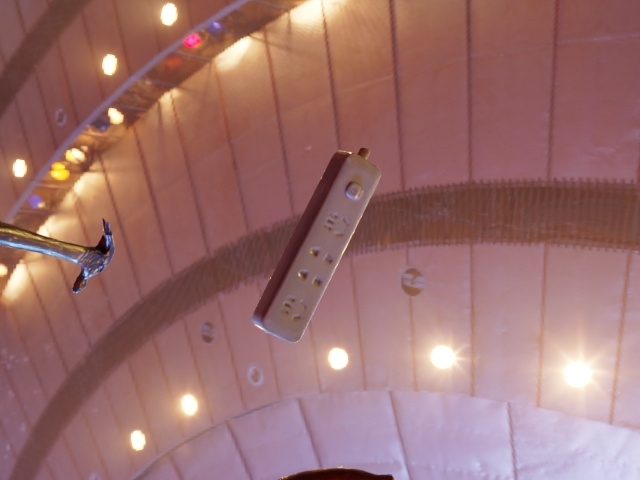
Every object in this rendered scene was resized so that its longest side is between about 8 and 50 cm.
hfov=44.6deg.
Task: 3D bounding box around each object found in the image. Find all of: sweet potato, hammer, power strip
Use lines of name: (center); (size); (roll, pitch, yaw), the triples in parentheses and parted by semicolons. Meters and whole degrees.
sweet potato: (0.004, 0.439, 1.411); (0.265, 0.057, 0.057); (-13, -102, 14)
hammer: (-0.390, -0.001, 1.012); (0.027, 0.297, 0.125); (44, -77, 33)
power strip: (0.000, 0.000, 1.434); (0.385, 0.091, 0.062); (-63, -154, -4)
